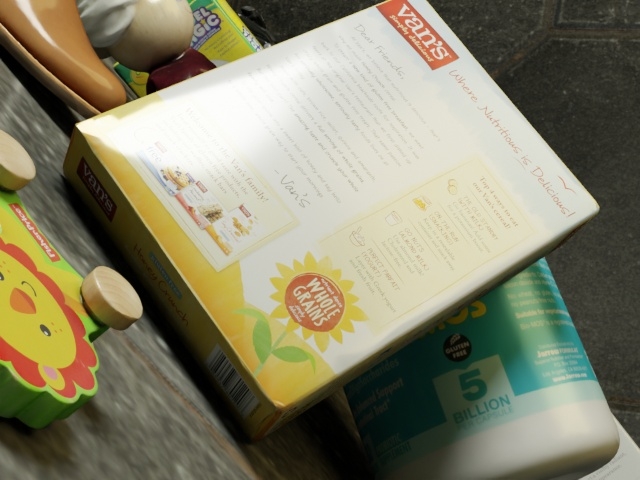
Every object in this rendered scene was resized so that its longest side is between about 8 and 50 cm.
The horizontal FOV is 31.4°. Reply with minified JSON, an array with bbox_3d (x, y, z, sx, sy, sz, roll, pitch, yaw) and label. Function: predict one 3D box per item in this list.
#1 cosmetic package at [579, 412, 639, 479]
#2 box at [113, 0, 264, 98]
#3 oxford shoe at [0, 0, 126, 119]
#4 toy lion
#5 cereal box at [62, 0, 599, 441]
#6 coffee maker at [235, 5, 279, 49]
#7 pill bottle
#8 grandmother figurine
[{"bbox_3d":[0.305,0.271,1.377,0.184,0.151,0.151,55,6,18],"label":"cosmetic package"},{"bbox_3d":[-0.090,-0.131,0.958,0.179,0.105,0.043,50,16,-13],"label":"box"},{"bbox_3d":[-0.170,-0.157,0.663,0.212,0.076,0.076,54,4,8],"label":"oxford shoe"},{"bbox_3d":[-0.103,0.011,0.360,0.100,0.034,0.096,52,13,4],"label":"toy lion"},{"bbox_3d":[0.013,-0.026,0.601,0.173,0.240,0.047,53,-35,14],"label":"cereal box"},{"bbox_3d":[-0.061,-0.120,1.106,0.171,0.120,0.178,58,6,33],"label":"coffee maker"},{"bbox_3d":[0.070,0.035,0.711,0.264,0.146,0.146,70,12,20],"label":"pill bottle"},{"bbox_3d":[-0.065,-0.071,0.851,0.342,0.104,0.208,54,-4,-6],"label":"grandmother figurine"}]
